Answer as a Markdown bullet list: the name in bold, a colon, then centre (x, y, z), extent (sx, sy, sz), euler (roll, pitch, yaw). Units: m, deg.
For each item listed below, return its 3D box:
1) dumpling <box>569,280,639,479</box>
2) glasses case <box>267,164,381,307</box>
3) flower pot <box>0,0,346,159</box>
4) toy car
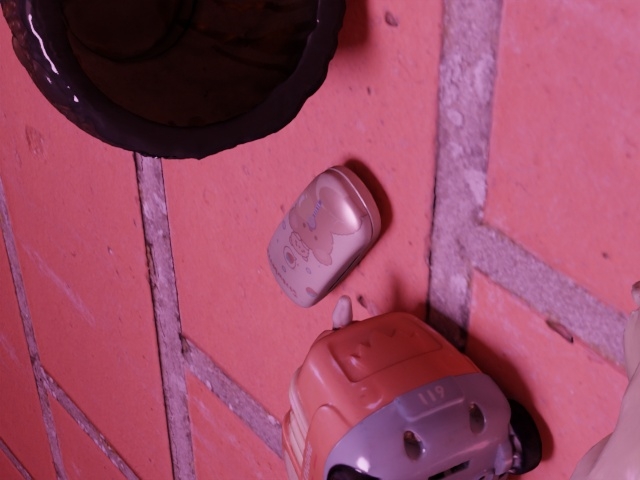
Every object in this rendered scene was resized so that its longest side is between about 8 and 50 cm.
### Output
- **dumpling**: centre (0.270, 0.176, 0.768), extent (0.315, 0.233, 0.395), euler (-103, -9, -54)
- **glasses case**: centre (0.000, 0.000, 1.150), extent (0.081, 0.051, 0.204), euler (54, 150, 12)
- **flower pot**: centre (-0.146, -0.214, 1.022), extent (0.267, 0.266, 0.267), euler (28, 138, 61)
- **toy car**: centre (0.056, 0.188, 1.107), extent (0.212, 0.180, 0.270), euler (54, 151, 37)
